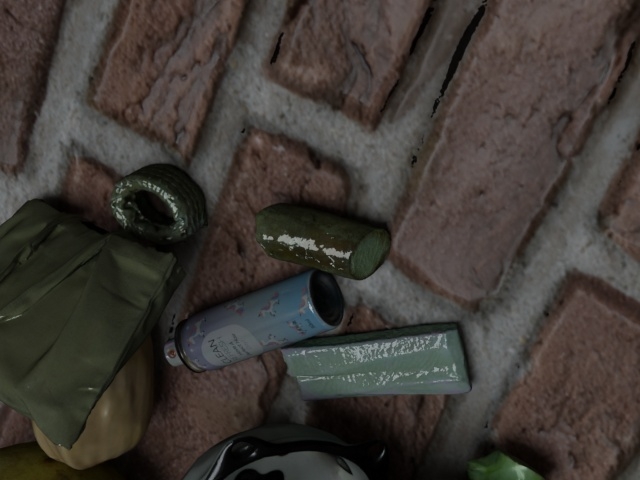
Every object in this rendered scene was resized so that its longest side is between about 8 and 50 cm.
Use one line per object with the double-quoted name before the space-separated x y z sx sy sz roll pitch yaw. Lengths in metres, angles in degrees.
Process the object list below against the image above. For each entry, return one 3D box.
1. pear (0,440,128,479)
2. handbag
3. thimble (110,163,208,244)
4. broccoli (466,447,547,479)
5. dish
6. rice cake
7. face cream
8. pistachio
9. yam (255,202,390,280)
"pear" -0.371 0.405 1.581 0.304 0.304 0.303 8 112 21
"handbag" -0.318 0.077 1.427 0.316 0.253 0.109 19 151 38
"thimble" -0.187 -0.039 1.463 0.110 0.062 0.084 34 119 9
"broccoli" 0.146 0.351 1.365 0.270 0.270 0.270 41 84 5
"dish" -0.066 0.312 1.470 0.303 0.120 0.303 -11 122 -19
"rice cake" 0.063 0.144 1.432 0.222 0.042 0.080 -8 110 25
"face cream" -0.086 0.101 1.463 0.229 0.075 0.075 -22 99 29
"pistachio" -0.281 0.163 1.526 0.157 0.157 0.229 2 86 23
"yam" 0.000 0.000 1.393 0.146 0.070 0.069 14 114 18
